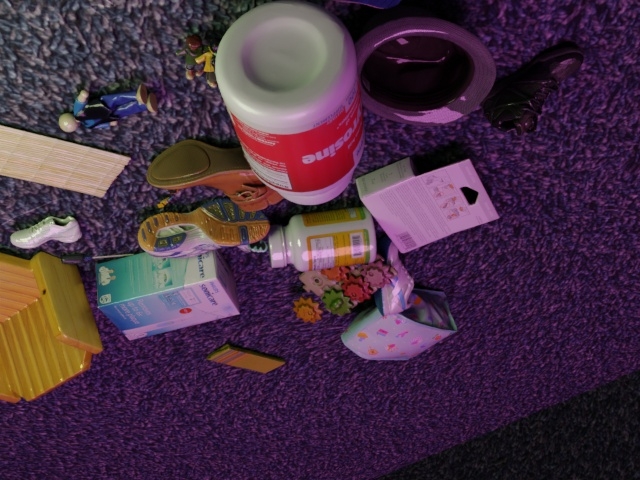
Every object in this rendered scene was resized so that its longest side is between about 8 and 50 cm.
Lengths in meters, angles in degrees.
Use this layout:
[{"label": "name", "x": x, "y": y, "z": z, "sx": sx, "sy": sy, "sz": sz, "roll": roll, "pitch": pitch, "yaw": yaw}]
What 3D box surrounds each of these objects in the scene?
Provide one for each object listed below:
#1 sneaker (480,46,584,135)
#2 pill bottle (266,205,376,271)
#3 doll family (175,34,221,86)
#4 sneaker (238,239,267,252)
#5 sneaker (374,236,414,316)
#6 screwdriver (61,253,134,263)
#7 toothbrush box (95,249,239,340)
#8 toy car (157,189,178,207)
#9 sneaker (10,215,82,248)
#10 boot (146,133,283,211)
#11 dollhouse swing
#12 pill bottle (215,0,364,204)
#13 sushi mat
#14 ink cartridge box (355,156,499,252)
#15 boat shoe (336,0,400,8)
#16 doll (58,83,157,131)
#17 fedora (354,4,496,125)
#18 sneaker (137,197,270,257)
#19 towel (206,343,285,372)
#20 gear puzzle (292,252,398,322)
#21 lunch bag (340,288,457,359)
[{"label": "sneaker", "x": 0.438, "y": -0.291, "z": 1.805, "sx": 0.227, "sy": 0.130, "sz": 0.087, "roll": -29, "pitch": 146, "yaw": 22}, {"label": "pill bottle", "x": 0.000, "y": 0.000, "z": 2.114, "sx": 0.246, "sy": 0.136, "sz": 0.136, "roll": -7, "pitch": 148, "yaw": -6}, {"label": "doll family", "x": -0.157, "y": -0.334, "z": 1.599, "sx": 0.193, "sy": 0.076, "sz": 0.111, "roll": -19, "pitch": 152, "yaw": -18}, {"label": "sneaker", "x": -0.164, "y": 0.013, "z": 2.157, "sx": 0.098, "sy": 0.038, "sz": 0.069, "roll": 20, "pitch": 166, "yaw": 21}, {"label": "sneaker", "x": 0.189, "y": 0.086, "z": 2.319, "sx": 0.092, "sy": 0.087, "sz": 0.228, "roll": -13, "pitch": 123, "yaw": -14}, {"label": "screwdriver", "x": -0.527, "y": 0.037, "z": 2.123, "sx": 0.170, "sy": 0.024, "sz": 0.025, "roll": -9, "pitch": 120, "yaw": -16}, {"label": "toothbrush box", "x": -0.370, "y": 0.121, "z": 2.196, "sx": 0.296, "sy": 0.126, "sz": 0.216, "roll": -14, "pitch": 150, "yaw": 3}, {"label": "toy car", "x": -0.333, "y": -0.119, "z": 1.936, "sx": 0.040, "sy": 0.060, "sz": 0.122, "roll": -44, "pitch": -174, "yaw": -32}, {"label": "sneaker", "x": -0.607, "y": -0.024, "z": 1.974, "sx": 0.152, "sy": 0.053, "sz": 0.061, "roll": -10, "pitch": 139, "yaw": -13}, {"label": "boot", "x": -0.202, "y": -0.132, "z": 1.897, "sx": 0.283, "sy": 0.109, "sz": 0.220, "roll": -21, "pitch": 151, "yaw": 3}, {"label": "dollhouse swing", "x": -0.762, "y": 0.206, "z": 2.079, "sx": 0.347, "sy": 0.315, "sz": 0.305, "roll": -29, "pitch": 164, "yaw": 27}, {"label": "pill bottle", "x": -0.038, "y": -0.219, "z": 1.592, "sx": 0.229, "sy": 0.229, "sz": 0.407, "roll": -12, "pitch": 159, "yaw": 1}, {"label": "sushi mat", "x": -0.556, "y": -0.160, "z": 1.802, "sx": 0.317, "sy": 0.019, "sz": 0.151, "roll": 12, "pitch": 140, "yaw": -32}, {"label": "ink cartridge box", "x": 0.257, "y": -0.097, "z": 2.109, "sx": 0.261, "sy": 0.066, "sz": 0.296, "roll": -21, "pitch": 147, "yaw": 14}, {"label": "boat shoe", "x": 0.053, "y": -0.440, "z": 1.505, "sx": 0.183, "sy": 0.066, "sz": 0.066, "roll": 8, "pitch": 146, "yaw": -37}, {"label": "doll", "x": -0.408, "y": -0.247, "z": 1.684, "sx": 0.189, "sy": 0.046, "sz": 0.129, "roll": -14, "pitch": 158, "yaw": 16}, {"label": "fedora", "x": 0.175, "y": -0.338, "z": 1.650, "sx": 0.275, "sy": 0.124, "sz": 0.243, "roll": 10, "pitch": 141, "yaw": -20}, {"label": "sneaker", "x": -0.266, "y": -0.022, "z": 2.054, "sx": 0.297, "sy": 0.111, "sz": 0.131, "roll": -5, "pitch": 165, "yaw": -7}, {"label": "towel", "x": -0.224, "y": 0.360, "z": 2.723, "sx": 0.102, "sy": 0.021, "sz": 0.237, "roll": -29, "pitch": 145, "yaw": 35}, {"label": "gear puzzle", "x": 0.031, "y": 0.118, "z": 2.308, "sx": 0.175, "sy": 0.044, "sz": 0.339, "roll": 43, "pitch": 129, "yaw": -9}, {"label": "lunch bag", "x": 0.211, "y": 0.233, "z": 2.529, "sx": 0.262, "sy": 0.160, "sz": 0.223, "roll": 10, "pitch": 143, "yaw": -39}]
